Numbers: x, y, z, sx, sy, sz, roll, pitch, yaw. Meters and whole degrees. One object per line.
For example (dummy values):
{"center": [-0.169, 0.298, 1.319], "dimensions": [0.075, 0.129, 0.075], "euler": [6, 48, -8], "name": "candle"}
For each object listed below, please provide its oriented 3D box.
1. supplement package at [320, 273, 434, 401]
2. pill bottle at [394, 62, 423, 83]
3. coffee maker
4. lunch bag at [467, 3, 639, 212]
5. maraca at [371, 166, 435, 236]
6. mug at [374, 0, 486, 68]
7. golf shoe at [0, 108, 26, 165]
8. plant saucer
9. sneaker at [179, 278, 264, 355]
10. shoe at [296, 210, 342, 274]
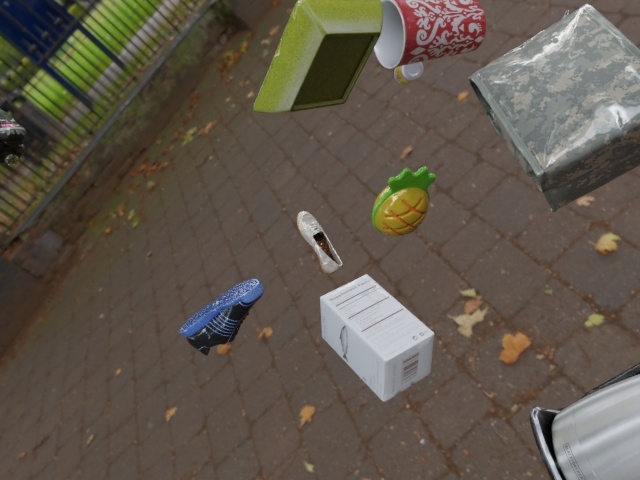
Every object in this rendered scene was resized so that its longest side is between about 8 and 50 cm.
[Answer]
{"center": [0.092, 0.160, 1.091], "dimensions": [0.105, 0.105, 0.179], "euler": [-25, 43, -24], "name": "supplement package"}
{"center": [0.172, -0.333, 1.276], "dimensions": [0.043, 0.043, 0.083], "euler": [-48, 10, -1], "name": "pill bottle"}
{"center": [0.254, 0.109, 0.416], "dimensions": [0.178, 0.120, 0.171], "euler": [-43, -20, 31], "name": "coffee maker"}
{"center": [0.409, -0.232, 1.073], "dimensions": [0.235, 0.169, 0.287], "euler": [-30, 57, 15], "name": "lunch bag"}
{"center": [0.172, -0.080, 1.338], "dimensions": [0.185, 0.127, 0.099], "euler": [106, 147, -45], "name": "maraca"}
{"center": [0.182, -0.378, 1.107], "dimensions": [0.169, 0.150, 0.113], "euler": [-13, -13, -21], "name": "mug"}
{"center": [-0.623, -0.168, 1.037], "dimensions": [0.273, 0.120, 0.105], "euler": [-14, -32, -51], "name": "golf shoe"}
{"center": [0.009, -0.263, 0.960], "dimensions": [0.188, 0.045, 0.188], "euler": [-20, -31, -46], "name": "plant saucer"}
{"center": [-0.204, 0.173, 1.444], "dimensions": [0.232, 0.090, 0.081], "euler": [-33, 19, 21], "name": "sneaker"}
{"center": [0.000, 0.000, 2.007], "dimensions": [0.077, 0.219, 0.058], "euler": [-27, -4, -37], "name": "shoe"}
